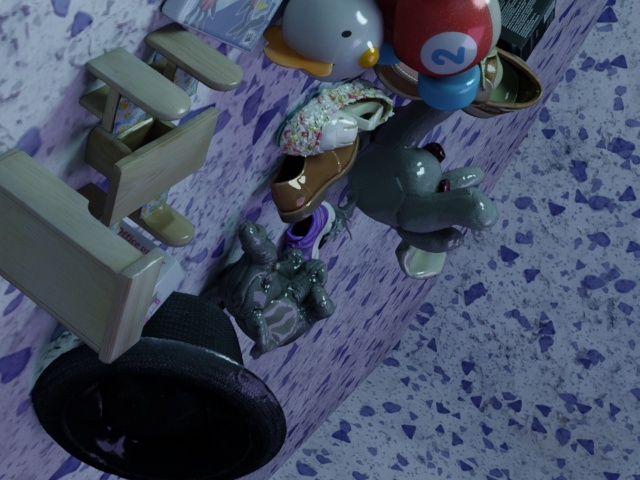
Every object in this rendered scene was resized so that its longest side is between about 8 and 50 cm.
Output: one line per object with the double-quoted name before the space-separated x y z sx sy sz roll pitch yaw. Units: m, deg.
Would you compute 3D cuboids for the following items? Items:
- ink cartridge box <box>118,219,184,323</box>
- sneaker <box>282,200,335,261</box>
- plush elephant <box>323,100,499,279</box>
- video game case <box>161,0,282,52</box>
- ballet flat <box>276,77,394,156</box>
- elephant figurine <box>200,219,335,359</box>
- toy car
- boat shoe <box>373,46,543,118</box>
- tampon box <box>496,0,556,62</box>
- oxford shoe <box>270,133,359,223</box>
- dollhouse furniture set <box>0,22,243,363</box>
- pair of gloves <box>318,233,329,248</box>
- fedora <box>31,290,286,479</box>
"ink cartridge box" -0.216 0.050 1.041 0.122 0.088 0.052 -51 164 -17
"sneaker" -0.040 0.005 1.649 0.071 0.068 0.170 -8 125 -52
"plush elephant" 0.173 -0.084 1.722 0.330 0.272 0.255 -29 163 25
"video game case" -0.053 -0.279 0.929 0.201 0.023 0.183 -57 167 11
"ballet flat" 0.032 -0.171 1.380 0.241 0.077 0.091 -39 149 -49
"elephant figurine" -0.099 0.081 1.471 0.169 0.186 0.239 -13 172 26
"toy car" 0.051 -0.230 1.078 0.238 0.210 0.219 -35 149 -23
"boat shoe" 0.216 -0.260 1.476 0.324 0.120 0.122 5 92 -44
"tampon box" 0.275 -0.366 1.558 0.101 0.161 0.120 -57 168 2
"oxford shoe" -0.006 -0.119 1.419 0.212 0.076 0.076 -57 131 -41
"dollhouse furniture set" -0.158 -0.034 0.874 0.242 0.161 0.212 -41 161 -46
"pair of gloves" 0.000 0.000 1.852 0.074 0.010 0.083 -54 168 -3
"fedora" -0.185 0.169 1.207 0.334 0.334 0.152 109 -9 -51
